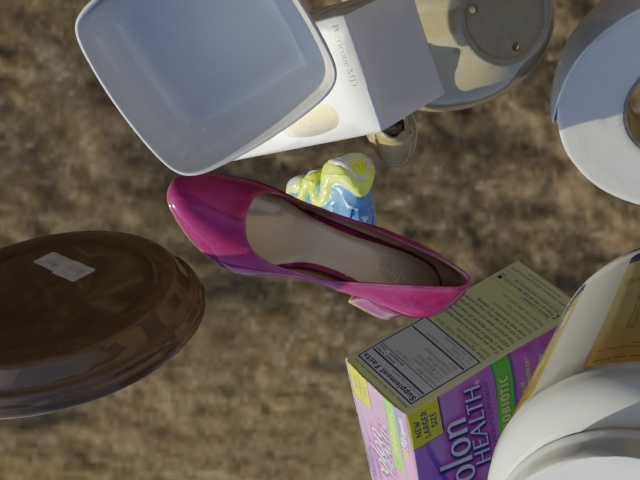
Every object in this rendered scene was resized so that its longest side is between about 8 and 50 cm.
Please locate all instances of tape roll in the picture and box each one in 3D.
[{"bbox_3d":[0.515,-0.202,1.987,0.391,0.072,0.392,3,135,2],"label":"tape roll"}]

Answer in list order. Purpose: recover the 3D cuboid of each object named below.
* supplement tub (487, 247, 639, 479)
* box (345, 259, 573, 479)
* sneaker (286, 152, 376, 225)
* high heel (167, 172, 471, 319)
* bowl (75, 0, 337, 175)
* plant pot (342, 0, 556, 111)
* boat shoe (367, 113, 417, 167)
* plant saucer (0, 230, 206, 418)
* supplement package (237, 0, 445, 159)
[{"bbox_3d":[0.249,0.156,1.031,0.228,0.228,0.316,-15,-163,29],"label":"supplement tub"},{"bbox_3d":[0.172,0.180,1.601,0.243,0.117,0.214,-27,130,-19],"label":"box"},{"bbox_3d":[0.014,-0.036,1.993,0.091,0.126,0.240,-6,171,-16],"label":"sneaker"},{"bbox_3d":[0.000,0.000,1.157,0.244,0.082,0.117,31,154,-20],"label":"high heel"},{"bbox_3d":[-0.073,-0.129,0.957,0.142,0.053,0.142,-30,107,12],"label":"bowl"},{"bbox_3d":[0.195,-0.298,1.868,0.284,0.284,0.191,9,-173,-25],"label":"plant pot"},{"bbox_3d":[0.088,-0.153,1.861,0.068,0.072,0.190,-12,138,5],"label":"boat shoe"},{"bbox_3d":[-0.239,0.062,1.263,0.277,0.278,0.041,-6,117,8],"label":"plant saucer"},{"bbox_3d":[-0.007,-0.188,1.641,0.244,0.139,0.134,-8,-163,42],"label":"supplement package"}]
